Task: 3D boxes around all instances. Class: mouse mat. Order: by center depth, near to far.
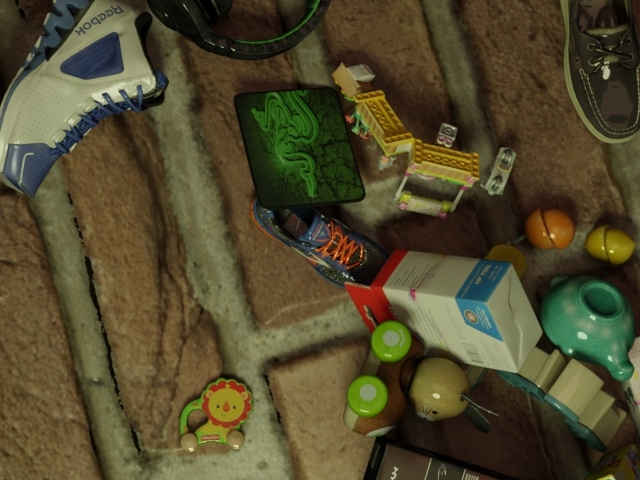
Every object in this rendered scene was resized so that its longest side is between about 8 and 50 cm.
[{"bbox_3d":[-0.029,-0.128,1.825,0.152,0.007,0.190,-6,62,-17],"label":"mouse mat"}]

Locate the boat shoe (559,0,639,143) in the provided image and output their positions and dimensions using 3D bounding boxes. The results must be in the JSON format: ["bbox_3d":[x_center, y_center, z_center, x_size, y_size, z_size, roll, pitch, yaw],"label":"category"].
[{"bbox_3d":[0.391,-0.278,1.859,0.103,0.092,0.285,-7,83,-1],"label":"boat shoe"}]

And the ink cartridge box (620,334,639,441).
[{"bbox_3d":[0.473,0.212,1.821,0.104,0.061,0.181,-18,84,-3],"label":"ink cartridge box"}]

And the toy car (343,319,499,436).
[{"bbox_3d":[0.136,0.205,1.732,0.188,0.155,0.149,22,73,7],"label":"toy car"}]

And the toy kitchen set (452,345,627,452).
[{"bbox_3d":[0.281,0.209,1.818,0.207,0.166,0.122,31,81,39],"label":"toy kitchen set"}]

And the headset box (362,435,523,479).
[{"bbox_3d":[0.201,0.347,1.719,0.293,0.218,0.110,18,84,0],"label":"headset box"}]

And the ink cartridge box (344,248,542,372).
[{"bbox_3d":[0.158,0.087,1.756,0.078,0.231,0.134,-53,132,-30],"label":"ink cartridge box"}]

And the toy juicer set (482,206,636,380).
[{"bbox_3d":[0.381,0.082,1.806,0.329,0.089,0.209,35,52,13],"label":"toy juicer set"}]

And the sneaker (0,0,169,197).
[{"bbox_3d":[-0.309,-0.198,1.812,0.182,0.127,0.315,22,82,3],"label":"sneaker"}]

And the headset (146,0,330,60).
[{"bbox_3d":[-0.165,-0.399,1.810,0.394,0.185,0.243,19,83,-11],"label":"headset"}]

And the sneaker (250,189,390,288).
[{"bbox_3d":[0.000,0.000,1.818,0.221,0.087,0.083,28,84,2],"label":"sneaker"}]

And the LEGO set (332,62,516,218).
[{"bbox_3d":[0.118,-0.122,1.850,0.287,0.107,0.132,29,49,6],"label":"LEGO set"}]

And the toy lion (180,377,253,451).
[{"bbox_3d":[-0.141,0.236,1.817,0.100,0.034,0.096,-3,77,-2],"label":"toy lion"}]

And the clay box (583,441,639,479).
[{"bbox_3d":[0.401,0.344,1.741,0.053,0.222,0.127,-25,84,20],"label":"clay box"}]
